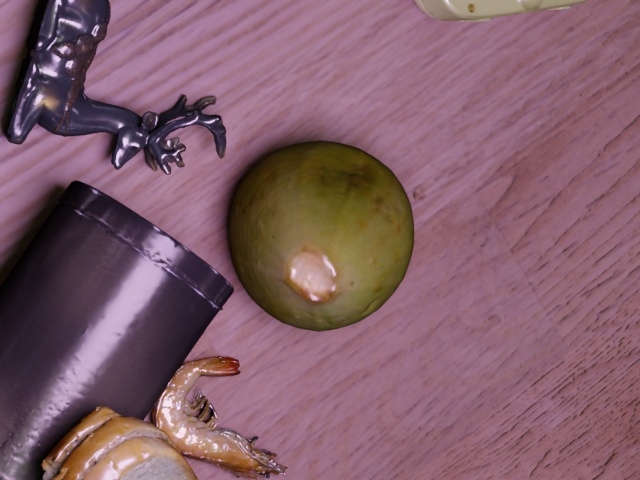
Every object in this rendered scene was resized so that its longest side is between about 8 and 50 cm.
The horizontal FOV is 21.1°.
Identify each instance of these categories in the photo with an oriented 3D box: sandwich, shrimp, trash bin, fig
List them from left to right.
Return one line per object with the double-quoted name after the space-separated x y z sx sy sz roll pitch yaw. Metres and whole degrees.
-0.253 0.118 1.768 0.301 0.203 0.252 -56 156 -8 "trash bin"
-0.230 0.308 1.679 0.273 0.095 0.249 -46 143 -14 "sandwich"
-0.103 0.197 1.936 0.178 0.034 0.124 22 81 -20 "shrimp"
0.008 -0.003 1.850 0.207 0.230 0.207 -3 97 -23 "fig"

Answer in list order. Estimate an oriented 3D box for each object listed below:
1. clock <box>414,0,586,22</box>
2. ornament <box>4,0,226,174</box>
0.203 -0.409 1.964 0.235 0.096 0.308 -12 100 -22 "clock"
-0.199 -0.170 1.825 0.236 0.080 0.202 16 92 -22 "ornament"
